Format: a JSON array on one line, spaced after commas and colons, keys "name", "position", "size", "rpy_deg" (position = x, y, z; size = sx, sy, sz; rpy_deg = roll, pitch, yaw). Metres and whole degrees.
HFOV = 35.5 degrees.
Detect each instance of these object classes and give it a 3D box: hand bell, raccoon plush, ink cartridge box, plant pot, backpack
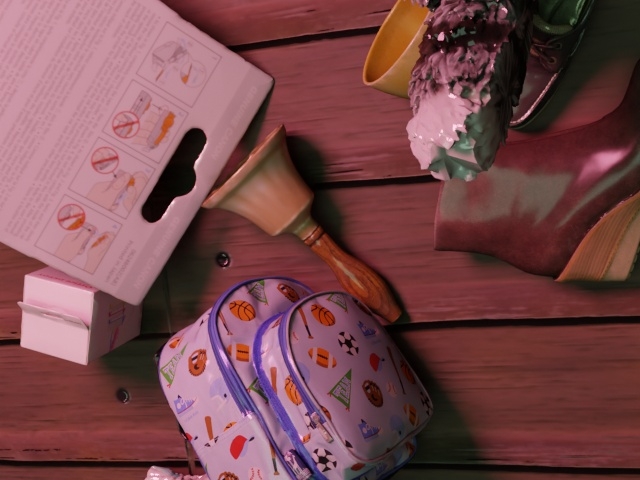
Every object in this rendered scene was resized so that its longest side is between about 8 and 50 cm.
[{"name": "hand bell", "position": [0.000, 0.000, 1.096], "size": [0.242, 0.126, 0.126], "rpy_deg": [44, 112, -8]}, {"name": "raccoon plush", "position": [0.041, -0.280, 0.857], "size": [0.299, 0.446, 0.216], "rpy_deg": [7, 145, 25]}, {"name": "ink cartridge box", "position": [-0.288, -0.148, 1.068], "size": [0.385, 0.091, 0.308], "rpy_deg": [30, 93, -26]}, {"name": "plant pot", "position": [0.118, -0.190, 0.994], "size": [0.095, 0.134, 0.134], "rpy_deg": [28, 112, -16]}, {"name": "backpack", "position": [-0.033, 0.166, 1.049], "size": [0.213, 0.276, 0.263], "rpy_deg": [-46, 77, 23]}, {"name": "ink cartridge box", "position": [-0.282, 0.080, 1.172], "size": [0.092, 0.143, 0.090], "rpy_deg": [12, 105, 17]}]

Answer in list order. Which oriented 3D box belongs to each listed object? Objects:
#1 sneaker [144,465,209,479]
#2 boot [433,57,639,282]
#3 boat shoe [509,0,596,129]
[{"name": "sneaker", "position": [-0.173, 0.312, 1.227], "size": [0.212, 0.080, 0.094], "rpy_deg": [-33, 78, 24]}, {"name": "boot", "position": [0.226, -0.079, 0.978], "size": [0.207, 0.090, 0.248], "rpy_deg": [12, 113, 6]}, {"name": "boat shoe", "position": [0.218, -0.211, 0.972], "size": [0.080, 0.073, 0.223], "rpy_deg": [29, 110, 10]}]
